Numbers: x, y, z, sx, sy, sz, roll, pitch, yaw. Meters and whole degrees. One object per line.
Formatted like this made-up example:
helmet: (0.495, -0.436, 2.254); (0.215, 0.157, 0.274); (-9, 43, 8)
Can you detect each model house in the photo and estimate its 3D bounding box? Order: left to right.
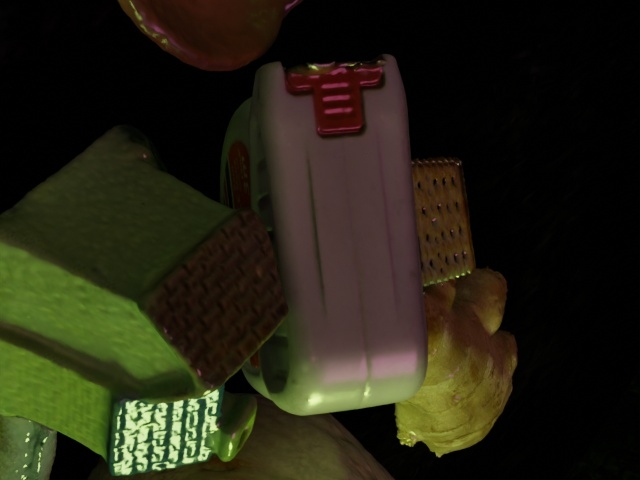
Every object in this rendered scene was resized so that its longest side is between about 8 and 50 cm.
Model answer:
model house: (-0.121, 0.061, 0.911); (0.195, 0.189, 0.214); (-42, 153, -46)

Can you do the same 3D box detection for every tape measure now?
tape measure: (0.000, 0.000, 0.987); (0.130, 0.258, 0.265); (-7, 180, -15)

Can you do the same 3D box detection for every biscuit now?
biscuit: (0.109, -0.018, 1.327); (0.203, 0.016, 0.144); (-12, 94, -55)

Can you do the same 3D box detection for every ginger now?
ginger: (0.172, 0.132, 1.558); (0.236, 0.166, 0.375); (-35, 157, -12)

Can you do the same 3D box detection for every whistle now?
whistle: (-0.274, 0.245, 1.088); (0.057, 0.068, 0.326); (1, 130, -22)

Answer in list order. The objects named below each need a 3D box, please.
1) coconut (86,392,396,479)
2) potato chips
coconut: (-0.063, 0.358, 1.182); (0.415, 0.344, 0.415); (-2, 93, -38)
potato chips: (-0.072, -0.210, 0.826); (0.208, 0.062, 0.195); (-18, 134, -47)
